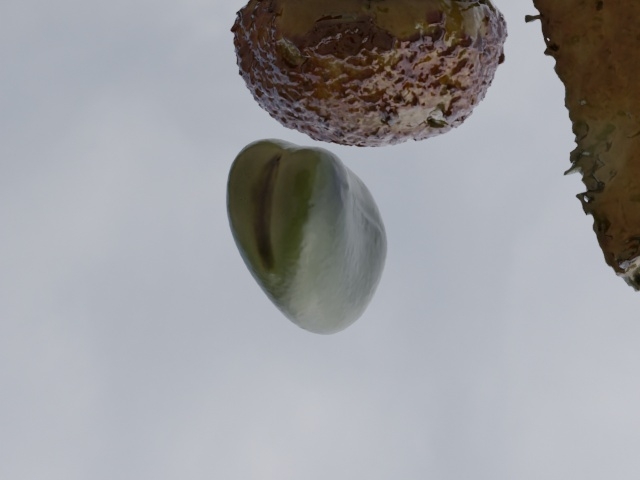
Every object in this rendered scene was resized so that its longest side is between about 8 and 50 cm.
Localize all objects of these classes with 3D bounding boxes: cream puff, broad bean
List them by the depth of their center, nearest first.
[{"bbox_3d":[0.043,-0.159,1.407,0.240,0.240,0.163,2,-97,40],"label":"cream puff"},{"bbox_3d":[0.000,0.000,1.737,0.121,0.263,0.189,0,-117,34],"label":"broad bean"}]

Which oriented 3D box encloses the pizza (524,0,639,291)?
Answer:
[{"bbox_3d":[0.211,-0.078,0.673,0.323,0.089,0.223,12,-82,41],"label":"pizza"}]
